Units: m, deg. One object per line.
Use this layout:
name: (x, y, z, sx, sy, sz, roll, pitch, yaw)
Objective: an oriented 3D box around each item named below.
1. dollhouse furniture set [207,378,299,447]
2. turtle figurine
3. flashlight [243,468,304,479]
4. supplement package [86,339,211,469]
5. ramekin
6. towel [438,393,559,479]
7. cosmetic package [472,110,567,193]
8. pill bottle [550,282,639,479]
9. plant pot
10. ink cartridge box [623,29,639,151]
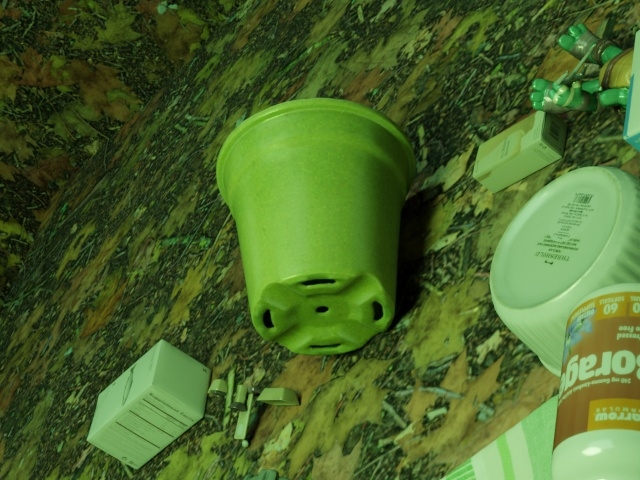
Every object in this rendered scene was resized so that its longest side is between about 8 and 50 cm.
dollhouse furniture set: (-0.092, 0.236, 1.539, 0.114, 0.091, 0.081, -12, 62, 55)
turtle figurine: (0.326, -0.190, 1.250, 0.175, 0.118, 0.234, -42, 14, -10)
flashlight: (-0.082, 0.405, 1.236, 0.103, 0.103, 0.304, -26, 35, 45)
supplement package: (-0.271, 0.261, 1.806, 0.179, 0.105, 0.105, -41, 25, 29)
ramekin: (0.257, 0.026, 1.090, 0.207, 0.109, 0.207, -44, 24, 25)
towel: (0.117, 0.311, 1.058, 0.325, 0.038, 0.247, -42, 25, 27)
cosmetic package: (0.244, -0.110, 1.396, 0.115, 0.041, 0.060, -31, 32, 44)
pill bottle: (0.249, 0.150, 0.911, 0.121, 0.121, 0.216, -32, 32, 44)
plant pot: (0.000, 0.000, 1.488, 0.276, 0.276, 0.253, -38, 39, 34)
ink cartridge box: (0.355, -0.098, 0.964, 0.082, 0.191, 0.139, -32, 31, 46)
